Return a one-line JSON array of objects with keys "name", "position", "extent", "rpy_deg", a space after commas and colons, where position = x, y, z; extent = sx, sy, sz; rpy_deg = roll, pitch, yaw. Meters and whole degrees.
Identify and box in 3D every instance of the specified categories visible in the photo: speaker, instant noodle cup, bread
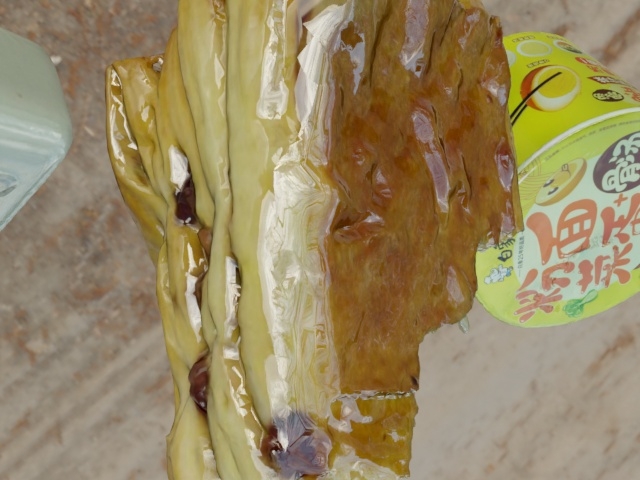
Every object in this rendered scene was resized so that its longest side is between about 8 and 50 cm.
[{"name": "speaker", "position": [-0.444, -0.060, 1.228], "extent": [0.184, 0.183, 0.406], "rpy_deg": [13, 134, -46]}, {"name": "instant noodle cup", "position": [0.264, -0.084, 1.340], "extent": [0.311, 0.221, 0.311], "rpy_deg": [-14, 135, -14]}, {"name": "bread", "position": [0.000, 0.000, 0.763], "extent": [0.314, 0.191, 0.370], "rpy_deg": [6, 82, -59]}]
